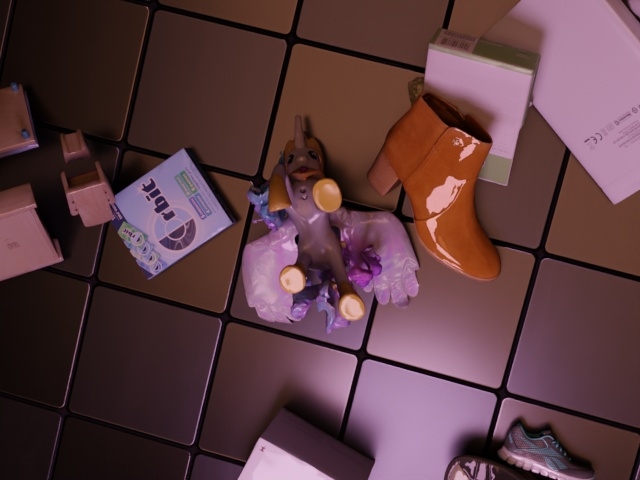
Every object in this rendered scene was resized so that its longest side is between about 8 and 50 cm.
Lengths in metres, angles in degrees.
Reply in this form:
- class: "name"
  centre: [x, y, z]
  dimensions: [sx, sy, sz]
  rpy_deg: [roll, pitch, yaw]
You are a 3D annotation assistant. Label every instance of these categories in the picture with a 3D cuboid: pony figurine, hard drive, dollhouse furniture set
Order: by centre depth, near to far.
- class: "hard drive"
  centre: [0.436, -0.249, 1.768]
  dimensions: [0.353, 0.047, 0.233]
  rpy_deg: [51, 143, 0]
- class: "pony figurine"
  centre: [0.000, 0.000, 1.810]
  dimensions: [0.302, 0.363, 0.351]
  rpy_deg: [-12, 110, 2]
- class: "dollhouse furniture set"
  centre: [-0.529, -0.129, 1.980]
  dimensions: [0.286, 0.198, 0.303]
  rpy_deg: [-18, 63, -8]

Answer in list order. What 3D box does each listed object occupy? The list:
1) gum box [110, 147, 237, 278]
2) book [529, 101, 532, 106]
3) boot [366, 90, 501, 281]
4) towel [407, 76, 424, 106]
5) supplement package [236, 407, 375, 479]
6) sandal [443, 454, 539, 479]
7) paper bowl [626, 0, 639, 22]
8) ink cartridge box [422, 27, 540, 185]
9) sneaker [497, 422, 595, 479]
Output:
- class: "gum box"
  centre: [-0.265, -0.047, 1.963]
  dimensions: [0.184, 0.041, 0.157]
  rpy_deg: [-34, 89, 10]
- class: "book"
  centre: [0.264, -0.246, 1.844]
  dimensions: [0.096, 0.035, 0.144]
  rpy_deg: [-43, 92, 16]
- class: "boot"
  centre: [0.223, -0.085, 1.810]
  dimensions: [0.295, 0.104, 0.211]
  rpy_deg: [43, 134, 4]
- class: "towel"
  centre: [0.222, -0.222, 1.880]
  dimensions: [0.148, 0.027, 0.110]
  rpy_deg: [-2, 96, 7]
- class: "supplement package"
  centre: [-0.034, 0.413, 1.896]
  dimensions: [0.194, 0.203, 0.149]
  rpy_deg: [29, 99, 5]
- class: "sandal"
  centre: [0.344, 0.446, 1.910]
  dimensions: [0.302, 0.086, 0.120]
  rpy_deg: [22, 101, -11]
- class: "paper bowl"
  centre: [0.574, -0.341, 1.686]
  dimensions: [0.148, 0.284, 0.284]
  rpy_deg: [-44, 88, 12]
- class: "ink cartridge box"
  centre: [0.247, -0.212, 1.812]
  dimensions: [0.171, 0.056, 0.235]
  rpy_deg: [17, 137, 13]
- class: "sneaker"
  centre: [0.388, 0.360, 1.902]
  dimensions: [0.166, 0.065, 0.076]
  rpy_deg: [17, 92, 3]
